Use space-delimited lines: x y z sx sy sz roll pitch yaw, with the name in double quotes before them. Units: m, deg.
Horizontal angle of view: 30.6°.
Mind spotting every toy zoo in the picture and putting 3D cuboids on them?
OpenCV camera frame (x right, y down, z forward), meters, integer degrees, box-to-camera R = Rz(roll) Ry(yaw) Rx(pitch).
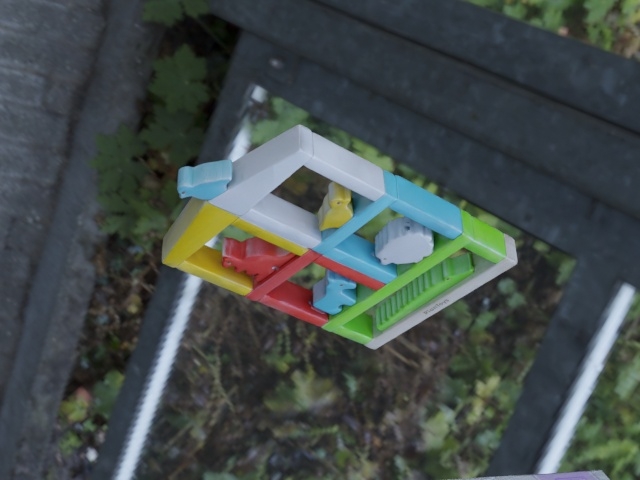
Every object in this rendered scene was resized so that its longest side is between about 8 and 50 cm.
"toy zoo" 0.000 0.000 1.006 0.293 0.030 0.192 24 137 -32

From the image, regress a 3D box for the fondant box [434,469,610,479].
"fondant box" 0.050 0.293 0.715 0.238 0.096 0.330 9 121 -47
